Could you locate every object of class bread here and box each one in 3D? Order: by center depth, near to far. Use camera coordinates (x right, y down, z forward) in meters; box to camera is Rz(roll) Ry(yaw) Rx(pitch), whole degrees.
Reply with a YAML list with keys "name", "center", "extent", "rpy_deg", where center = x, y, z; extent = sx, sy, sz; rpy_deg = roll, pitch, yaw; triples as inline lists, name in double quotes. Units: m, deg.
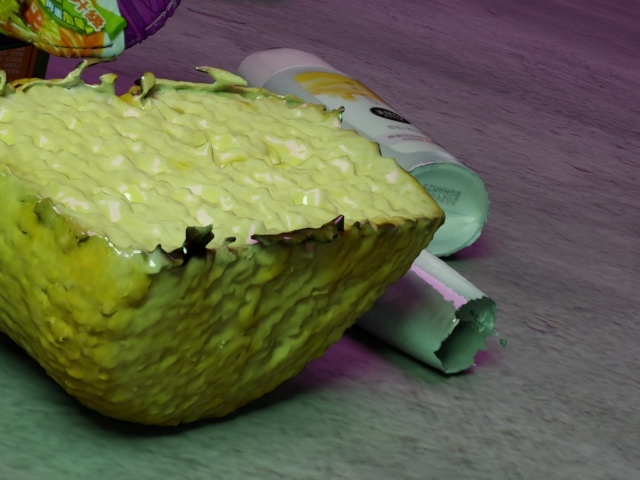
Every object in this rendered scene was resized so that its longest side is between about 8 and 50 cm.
- name: "bread"
  center: [-0.076, 0.008, 0.759]
  extent: [0.160, 0.147, 0.260]
  rpy_deg: [36, 24, 24]

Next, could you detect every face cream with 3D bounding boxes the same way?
- name: "face cream"
  center: [0.025, -0.072, 1.186]
  extent: [0.107, 0.073, 0.269]
  rpy_deg: [17, 15, -30]

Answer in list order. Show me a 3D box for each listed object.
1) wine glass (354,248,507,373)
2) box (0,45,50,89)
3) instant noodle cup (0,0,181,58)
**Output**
- name: "wine glass"
  center: [0.000, 0.000, 0.962]
  extent: [0.262, 0.074, 0.074]
  rpy_deg: [33, 23, 33]
- name: "box"
  center: [-0.298, -0.169, 1.042]
  extent: [0.195, 0.148, 0.177]
  rpy_deg: [-1, 22, -44]
- name: "instant noodle cup"
  center: [-0.211, -0.195, 0.821]
  extent: [0.190, 0.251, 0.251]
  rpy_deg: [-11, -1, 35]
